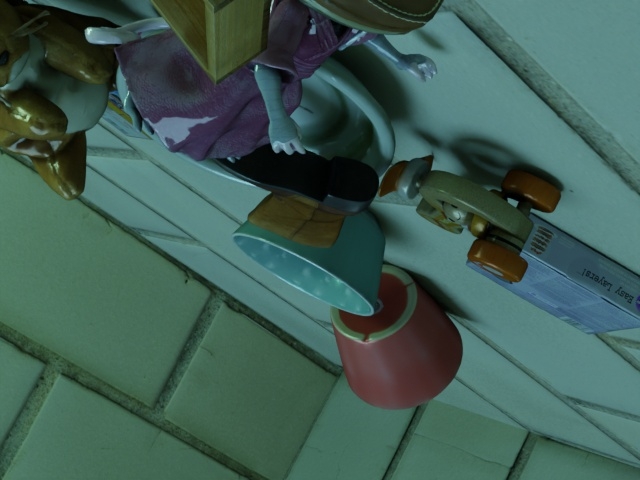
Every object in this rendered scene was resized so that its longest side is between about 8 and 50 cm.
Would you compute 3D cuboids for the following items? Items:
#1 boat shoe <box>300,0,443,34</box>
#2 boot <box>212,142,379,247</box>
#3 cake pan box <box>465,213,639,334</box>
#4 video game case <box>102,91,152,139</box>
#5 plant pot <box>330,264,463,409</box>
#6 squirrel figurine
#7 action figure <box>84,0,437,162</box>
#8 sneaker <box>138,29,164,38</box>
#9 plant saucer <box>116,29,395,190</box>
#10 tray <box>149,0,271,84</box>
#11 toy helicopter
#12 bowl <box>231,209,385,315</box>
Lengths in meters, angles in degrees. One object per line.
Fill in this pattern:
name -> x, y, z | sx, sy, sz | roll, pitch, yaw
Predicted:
boat shoe -> -0.006, -0.316, 1.137 | 0.324, 0.122, 0.120 | 33, 162, -21
boot -> -0.066, -0.082, 1.740 | 0.264, 0.096, 0.280 | 12, 164, -11
cake pan box -> 0.392, 0.064, 1.919 | 0.267, 0.070, 0.246 | 30, 170, -4
video game case -> -0.391, -0.263, 2.407 | 0.204, 0.025, 0.285 | 38, 165, -37
plant pot -> 0.149, 0.197, 2.587 | 0.275, 0.275, 0.243 | 20, 156, 33
squirrel figurine -> -0.499, -0.299, 1.781 | 0.397, 0.281, 0.370 | 42, -171, 24
action figure -> -0.046, -0.236, 1.380 | 0.370, 0.248, 0.275 | -34, 88, 38
sneaker -> -0.177, -0.241, 1.823 | 0.252, 0.111, 0.103 | 33, 167, -18
plant saucer -> -0.081, -0.202, 1.675 | 0.401, 0.100, 0.400 | 14, 156, 6
tray -> -0.196, -0.357, 1.133 | 0.411, 0.076, 0.203 | 53, 170, 7
toy helicopter -> 0.190, -0.050, 1.762 | 0.235, 0.140, 0.355 | 26, 176, -4
bowl -> 0.000, 0.000, 2.290 | 0.312, 0.163, 0.311 | 26, 167, 6
